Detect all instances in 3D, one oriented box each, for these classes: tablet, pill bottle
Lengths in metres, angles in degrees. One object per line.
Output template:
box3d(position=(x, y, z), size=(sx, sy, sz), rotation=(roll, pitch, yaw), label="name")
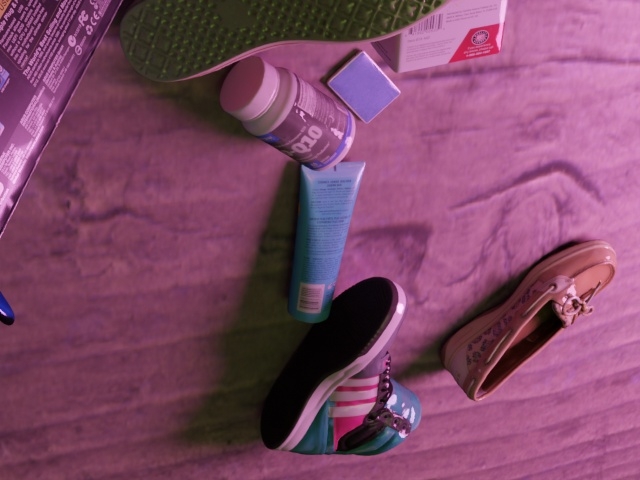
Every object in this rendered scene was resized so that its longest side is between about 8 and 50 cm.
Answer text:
box3d(position=(0.048, -0.169, 1.238), size=(0.054, 0.006, 0.083), rotation=(-42, 134, 8), label="tablet")
box3d(position=(-0.034, -0.133, 1.174), size=(0.137, 0.078, 0.078), rotation=(28, 110, -40), label="pill bottle")

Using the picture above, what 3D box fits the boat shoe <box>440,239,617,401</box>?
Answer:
box3d(position=(0.301, 0.113, 1.544), size=(0.285, 0.089, 0.104), rotation=(-40, 133, 7), label="boat shoe")

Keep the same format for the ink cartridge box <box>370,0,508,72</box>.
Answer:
box3d(position=(0.125, -0.273, 1.146), size=(0.127, 0.072, 0.175), rotation=(-13, 131, -18), label="ink cartridge box")

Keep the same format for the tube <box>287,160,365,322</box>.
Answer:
box3d(position=(0.000, 0.000, 1.327), size=(0.080, 0.052, 0.207), rotation=(-8, 124, -28), label="tube")

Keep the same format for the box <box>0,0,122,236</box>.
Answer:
box3d(position=(-0.291, -0.210, 0.796), size=(0.097, 0.395, 0.318), rotation=(0, 147, 32), label="box")

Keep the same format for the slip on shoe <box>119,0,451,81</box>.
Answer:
box3d(position=(-0.023, -0.229, 1.013), size=(0.331, 0.101, 0.123), rotation=(-13, 114, 20), label="slip on shoe")

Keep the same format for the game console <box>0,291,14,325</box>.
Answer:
box3d(position=(-0.431, -0.030, 0.940), size=(0.250, 0.173, 0.293), rotation=(-19, 136, 15), label="game console")

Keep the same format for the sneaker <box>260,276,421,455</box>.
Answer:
box3d(position=(0.068, 0.179, 1.450), size=(0.178, 0.124, 0.295), rotation=(17, 125, -31), label="sneaker")
